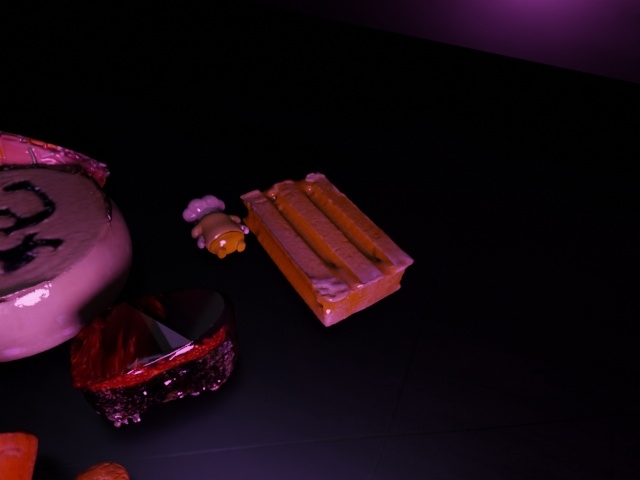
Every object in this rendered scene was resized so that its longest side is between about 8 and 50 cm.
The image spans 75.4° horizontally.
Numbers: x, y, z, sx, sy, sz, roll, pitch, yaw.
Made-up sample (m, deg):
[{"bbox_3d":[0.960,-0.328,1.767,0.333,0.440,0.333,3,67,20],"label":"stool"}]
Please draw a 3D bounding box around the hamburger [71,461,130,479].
[{"bbox_3d":[-0.261,0.309,0.488,0.076,0.044,0.083,-26,50,-30],"label":"hamburger"}]

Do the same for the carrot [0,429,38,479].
[{"bbox_3d":[-0.375,0.318,0.414,0.159,0.159,0.225,-12,62,-18],"label":"carrot"}]

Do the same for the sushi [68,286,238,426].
[{"bbox_3d":[-0.226,0.156,0.598,0.225,0.126,0.136,-21,52,-18],"label":"sushi"}]

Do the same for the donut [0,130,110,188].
[{"bbox_3d":[-0.571,-0.153,0.840,0.233,0.199,0.085,12,85,8],"label":"donut"}]

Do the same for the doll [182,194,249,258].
[{"bbox_3d":[-0.211,-0.031,0.828,0.106,0.062,0.162,-19,50,-30],"label":"doll"}]

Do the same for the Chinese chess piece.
[{"bbox_3d":[-0.499,0.023,0.678,0.349,0.146,0.349,3,45,-3],"label":"Chinese chess piece"}]

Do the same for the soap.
[{"bbox_3d":[0.000,0.000,0.804,0.199,0.091,0.315,-24,53,-27],"label":"soap"}]
